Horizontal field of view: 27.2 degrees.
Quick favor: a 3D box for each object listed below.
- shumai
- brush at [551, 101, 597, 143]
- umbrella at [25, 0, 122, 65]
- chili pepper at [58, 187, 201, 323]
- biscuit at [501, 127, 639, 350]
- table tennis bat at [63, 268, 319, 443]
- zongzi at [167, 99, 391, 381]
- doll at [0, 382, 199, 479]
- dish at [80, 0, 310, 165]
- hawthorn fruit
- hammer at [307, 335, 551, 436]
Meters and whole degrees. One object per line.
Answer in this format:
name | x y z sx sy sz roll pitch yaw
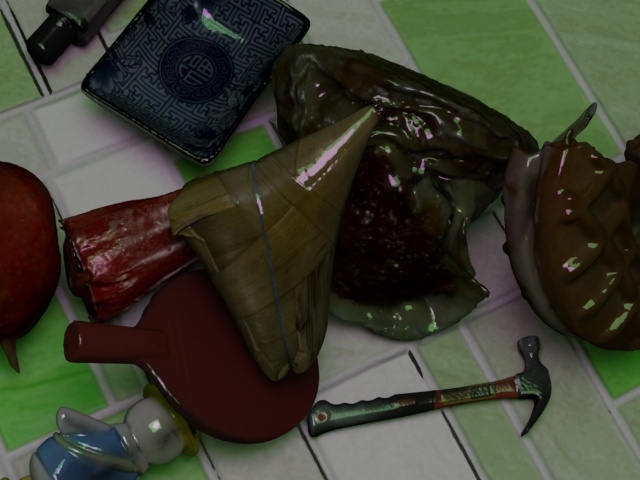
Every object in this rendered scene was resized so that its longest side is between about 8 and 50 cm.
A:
shumai | 0.060 -0.052 1.505 0.330 0.292 0.289 24 102 5
brush | 0.284 -0.107 1.554 0.030 0.178 0.033 38 62 -1
umbrella | -0.248 -0.346 1.634 0.073 0.067 0.337 26 67 17
chili pepper | -0.168 -0.001 1.474 0.252 0.144 0.136 -25 36 -21
biscuit | 0.348 -0.014 1.489 0.366 0.115 0.268 -14 108 -39
table tennis bat | -0.126 0.117 1.407 0.310 0.038 0.200 8 57 -37
zongzi | 0.000 0.000 1.379 0.256 0.115 0.228 -26 104 9
doll | -0.215 0.227 1.395 0.241 0.099 0.135 -31 77 -21
dish | -0.148 -0.207 1.585 0.182 0.080 0.243 32 66 5
hawthorn fruit | -0.369 0.023 1.414 0.189 0.189 0.251 -17 80 -14
hammer | 0.125 0.181 1.496 0.287 0.033 0.111 -7 69 -10
